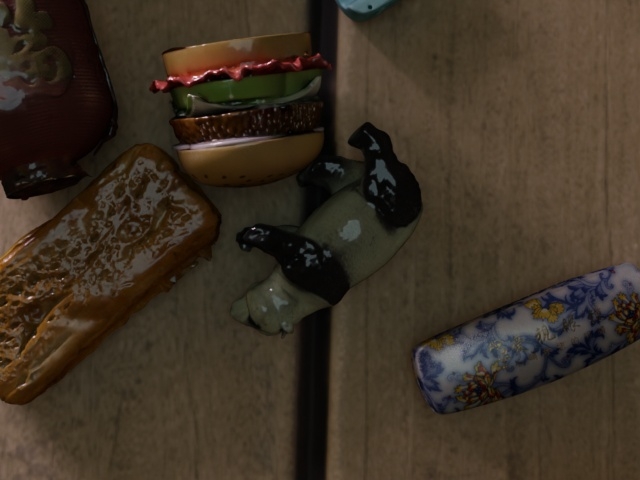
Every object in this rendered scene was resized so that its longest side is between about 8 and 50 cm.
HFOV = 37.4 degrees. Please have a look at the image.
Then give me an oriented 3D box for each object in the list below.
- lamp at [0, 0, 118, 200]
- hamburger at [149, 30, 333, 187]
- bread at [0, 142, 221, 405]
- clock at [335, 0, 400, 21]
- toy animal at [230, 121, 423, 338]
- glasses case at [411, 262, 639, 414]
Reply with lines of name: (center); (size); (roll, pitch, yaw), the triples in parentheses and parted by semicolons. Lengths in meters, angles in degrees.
lamp: (-0.282, -0.167, 0.865); (0.180, 0.180, 0.258); (-16, 88, -4)
hamburger: (-0.071, -0.118, 0.885); (0.175, 0.175, 0.137); (-7, 100, -4)
bread: (-0.222, 0.033, 0.904); (0.271, 0.077, 0.139); (-43, 94, -3)
clock: (0.041, -0.303, 0.948); (0.108, 0.045, 0.147); (-33, 94, -6)
toy animal: (0.000, 0.000, 0.917); (0.225, 0.094, 0.121); (-43, 99, -6)
glasses case: (0.212, 0.098, 0.933); (0.248, 0.065, 0.087); (-22, 91, -5)
